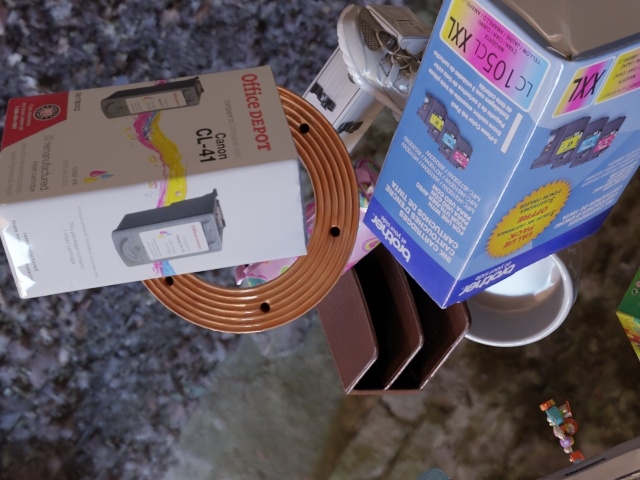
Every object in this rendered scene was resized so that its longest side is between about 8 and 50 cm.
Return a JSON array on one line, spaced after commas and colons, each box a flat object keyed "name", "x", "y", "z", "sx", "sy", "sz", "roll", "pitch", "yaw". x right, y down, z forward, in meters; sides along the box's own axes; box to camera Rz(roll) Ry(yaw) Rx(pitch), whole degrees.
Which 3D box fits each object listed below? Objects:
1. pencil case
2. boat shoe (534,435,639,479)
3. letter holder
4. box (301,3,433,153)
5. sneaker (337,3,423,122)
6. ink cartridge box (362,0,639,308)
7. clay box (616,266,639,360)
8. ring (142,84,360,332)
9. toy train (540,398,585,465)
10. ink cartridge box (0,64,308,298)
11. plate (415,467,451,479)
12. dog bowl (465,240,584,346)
[{"name": "pencil case", "x": 0.000, "y": 0.000, "z": 1.538, "sx": 0.284, "sy": 0.124, "sz": 0.124, "roll": -38, "pitch": 172, "yaw": 29}, {"name": "boat shoe", "x": 0.424, "y": 0.362, "z": 1.363, "sx": 0.341, "sy": 0.158, "sz": 0.127, "roll": -23, "pitch": 172, "yaw": 6}, {"name": "letter holder", "x": 0.106, "y": 0.078, "z": 1.715, "sx": 0.152, "sy": 0.301, "sz": 0.214, "roll": 4, "pitch": 137, "yaw": -29}, {"name": "box", "x": 0.066, "y": -0.279, "z": 1.805, "sx": 0.290, "sy": 0.087, "sz": 0.169, "roll": -53, "pitch": 164, "yaw": 28}, {"name": "sneaker", "x": 0.138, "y": -0.247, "z": 1.504, "sx": 0.115, "sy": 0.281, "sz": 0.105, "roll": -26, "pitch": -154, "yaw": 39}, {"name": "ink cartridge box", "x": 0.214, "y": -0.102, "z": 1.046, "sx": 0.270, "sy": 0.151, "sz": 0.395, "roll": -22, "pitch": 150, "yaw": -32}, {"name": "clay box", "x": 0.497, "y": 0.109, "z": 1.449, "sx": 0.127, "sy": 0.053, "sz": 0.222, "roll": -58, "pitch": 139, "yaw": -14}, {"name": "ring", "x": -0.110, "y": -0.046, "z": 1.335, "sx": 0.336, "sy": 0.337, "sz": 0.032, "roll": -66, "pitch": 169, "yaw": 10}, {"name": "toy train", "x": 0.434, "y": 0.339, "z": 1.738, "sx": 0.046, "sy": 0.125, "sz": 0.166, "roll": -29, "pitch": 127, "yaw": 4}, {"name": "ink cartridge box", "x": -0.182, "y": -0.072, "z": 1.100, "sx": 0.226, "sy": 0.306, "sz": 0.131, "roll": -107, "pitch": -172, "yaw": -53}, {"name": "plate", "x": 0.123, "y": 0.377, "z": 1.257, "sx": 0.188, "sy": 0.024, "sz": 0.188, "roll": -166, "pitch": -90, "yaw": -73}, {"name": "dog bowl", "x": 0.373, "y": 0.073, "z": 2.107, "sx": 0.102, "sy": 0.349, "sz": 0.348, "roll": -64, "pitch": 168, "yaw": -53}]
